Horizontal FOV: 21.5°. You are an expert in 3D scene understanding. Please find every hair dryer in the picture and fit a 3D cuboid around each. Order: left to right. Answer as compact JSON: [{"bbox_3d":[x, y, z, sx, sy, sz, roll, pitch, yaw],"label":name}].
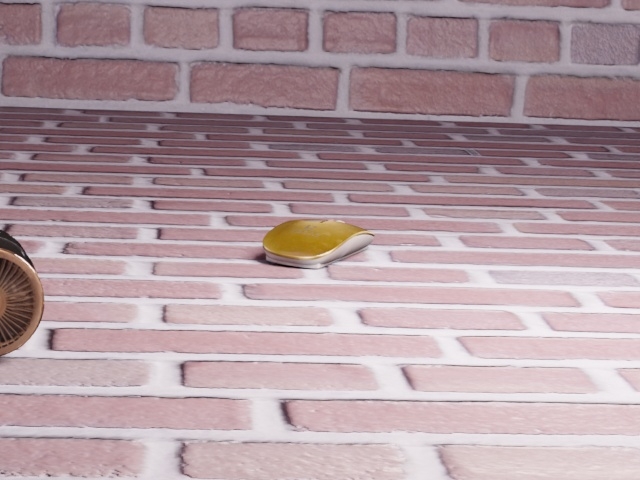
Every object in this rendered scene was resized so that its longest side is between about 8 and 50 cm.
[{"bbox_3d":[-0.449,0.056,1.621,0.352,0.107,0.189,-5,9,-13],"label":"hair dryer"}]

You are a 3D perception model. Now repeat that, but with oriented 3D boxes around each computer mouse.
[{"bbox_3d":[0.000,-0.002,2.164,0.102,0.045,0.199,10,13,23],"label":"computer mouse"}]
